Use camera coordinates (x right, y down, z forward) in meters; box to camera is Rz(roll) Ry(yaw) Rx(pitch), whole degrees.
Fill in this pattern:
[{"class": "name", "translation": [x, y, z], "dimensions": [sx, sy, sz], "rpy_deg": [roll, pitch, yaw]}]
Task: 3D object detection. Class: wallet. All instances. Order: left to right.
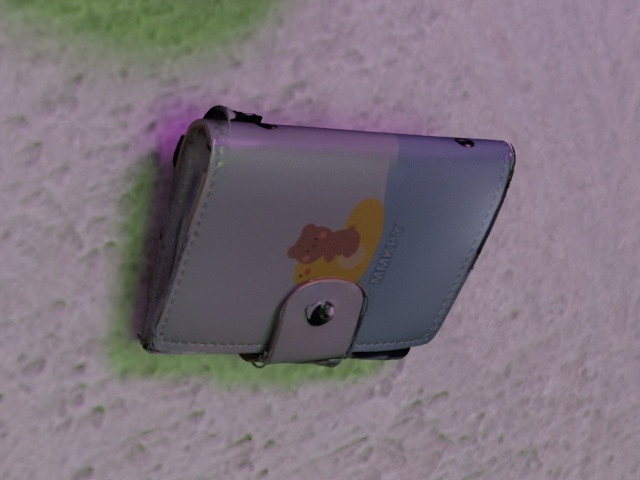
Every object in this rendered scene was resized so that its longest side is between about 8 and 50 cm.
[{"class": "wallet", "translation": [0.000, 0.000, 0.920], "dimensions": [0.231, 0.069, 0.170], "rpy_deg": [3, 118, -35]}]
